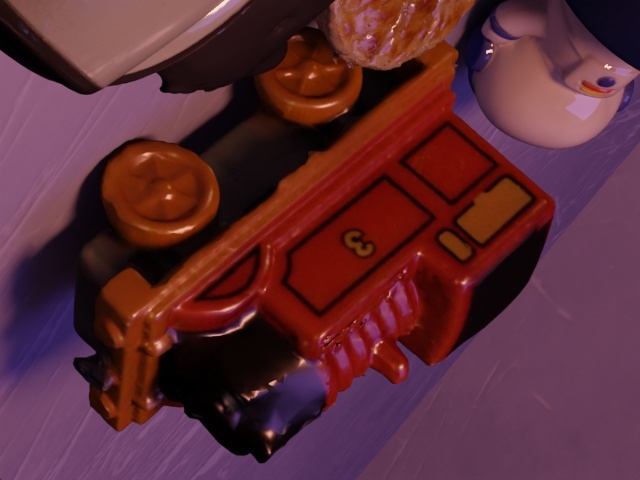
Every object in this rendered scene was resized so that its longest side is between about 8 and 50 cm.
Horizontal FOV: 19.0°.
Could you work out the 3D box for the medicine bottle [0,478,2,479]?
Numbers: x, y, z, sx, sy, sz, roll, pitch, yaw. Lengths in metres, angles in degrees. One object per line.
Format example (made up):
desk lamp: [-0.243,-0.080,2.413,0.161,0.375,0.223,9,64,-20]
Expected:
medicine bottle: [-0.209,0.330,1.258,0.242,0.395,0.242,-43,168,-11]

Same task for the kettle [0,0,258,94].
kettle: [-0.060,-0.170,0.829,0.236,0.161,0.221,-46,154,-1]

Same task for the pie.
pie: [0.057,-0.203,1.253,0.193,0.079,0.163,-39,149,-34]

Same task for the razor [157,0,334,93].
razor: [0.015,-0.225,1.011,0.349,0.113,0.204,-51,168,11]

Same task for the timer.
timer: [0.244,-0.198,1.542,0.270,0.270,0.383,-37,177,-35]

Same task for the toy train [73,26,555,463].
toy train: [0.000,0.000,1.301,0.369,0.232,0.163,-40,160,-29]
